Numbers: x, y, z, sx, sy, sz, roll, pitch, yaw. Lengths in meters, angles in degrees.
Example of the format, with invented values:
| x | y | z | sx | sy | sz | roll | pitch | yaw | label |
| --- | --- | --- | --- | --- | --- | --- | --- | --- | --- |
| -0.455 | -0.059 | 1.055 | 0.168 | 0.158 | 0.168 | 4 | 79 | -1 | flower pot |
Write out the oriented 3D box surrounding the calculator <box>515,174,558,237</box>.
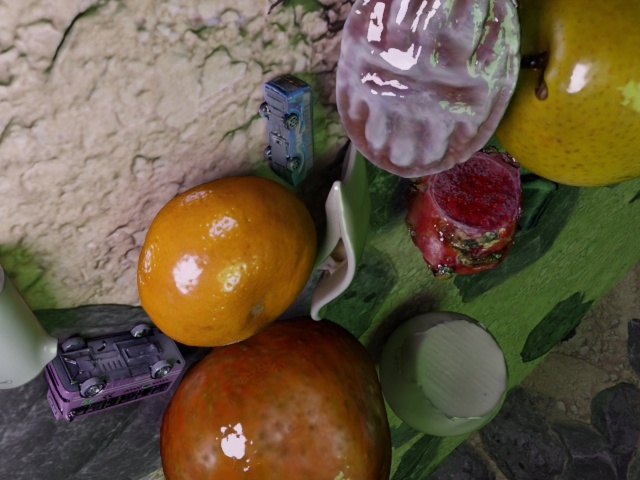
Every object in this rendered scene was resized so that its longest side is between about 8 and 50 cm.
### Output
| x | y | z | sx | sy | sz | roll | pitch | yaw | label |
| --- | --- | --- | --- | --- | --- | --- | --- | --- | --- |
| 0.456 | -0.074 | 1.367 | 0.268 | 0.040 | 0.177 | -7 | 130 | -36 | calculator |

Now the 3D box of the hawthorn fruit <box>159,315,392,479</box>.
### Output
| x | y | z | sx | sy | sz | roll | pitch | yaw | label |
| --- | --- | --- | --- | --- | --- | --- | --- | --- | --- |
| -0.055 | 0.345 | 0.974 | 0.403 | 0.403 | 0.402 | -27 | 143 | -23 | hawthorn fruit |

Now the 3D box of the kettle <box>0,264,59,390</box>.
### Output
| x | y | z | sx | sy | sz | roll | pitch | yaw | label |
| --- | --- | --- | --- | --- | --- | --- | --- | --- | --- |
| -0.376 | 0.101 | 0.636 | 0.127 | 0.098 | 0.148 | -35 | 149 | -23 | kettle |

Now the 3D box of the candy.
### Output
| x | y | z | sx | sy | sz | roll | pitch | yaw | label |
| --- | --- | --- | --- | --- | --- | --- | --- | --- | --- |
| 0.133 | -0.221 | 0.718 | 0.157 | 0.214 | 0.289 | -68 | 172 | -45 | candy |

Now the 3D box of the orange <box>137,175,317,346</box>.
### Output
| x | y | z | sx | sy | sz | roll | pitch | yaw | label |
| --- | --- | --- | --- | --- | --- | --- | --- | --- | --- |
| -0.120 | 0.022 | 0.748 | 0.240 | 0.171 | 0.240 | -31 | 144 | -26 | orange |

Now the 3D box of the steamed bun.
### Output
| x | y | z | sx | sy | sz | roll | pitch | yaw | label |
| --- | --- | --- | --- | --- | --- | --- | --- | --- | --- |
| 0.275 | 0.319 | 1.400 | 0.309 | 0.309 | 0.309 | -27 | 143 | -23 | steamed bun |

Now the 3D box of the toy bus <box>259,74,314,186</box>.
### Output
| x | y | z | sx | sy | sz | roll | pitch | yaw | label |
| --- | --- | --- | --- | --- | --- | --- | --- | --- | --- |
| -0.040 | -0.142 | 0.764 | 0.061 | 0.051 | 0.153 | -39 | 148 | -30 | toy bus |

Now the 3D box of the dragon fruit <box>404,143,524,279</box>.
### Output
| x | y | z | sx | sy | sz | roll | pitch | yaw | label |
| --- | --- | --- | --- | --- | --- | --- | --- | --- | --- |
| 0.253 | -0.072 | 1.024 | 0.282 | 0.211 | 0.147 | -62 | 159 | -22 | dragon fruit |

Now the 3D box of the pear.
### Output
| x | y | z | sx | sy | sz | roll | pitch | yaw | label |
| --- | --- | --- | --- | --- | --- | --- | --- | --- | --- |
| 0.414 | -0.253 | 0.839 | 0.418 | 0.362 | 0.362 | -14 | 136 | -42 | pear |

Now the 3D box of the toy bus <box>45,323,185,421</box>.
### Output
| x | y | z | sx | sy | sz | roll | pitch | yaw | label |
| --- | --- | --- | --- | --- | --- | --- | --- | --- | --- |
| -0.292 | 0.189 | 0.825 | 0.178 | 0.087 | 0.098 | -5 | 137 | -46 | toy bus |

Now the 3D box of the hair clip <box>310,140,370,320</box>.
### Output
| x | y | z | sx | sy | sz | roll | pitch | yaw | label |
| --- | --- | --- | --- | --- | --- | --- | --- | --- | --- |
| 0.019 | 0.004 | 0.889 | 0.282 | 0.113 | 0.172 | -57 | -173 | 34 | hair clip |
